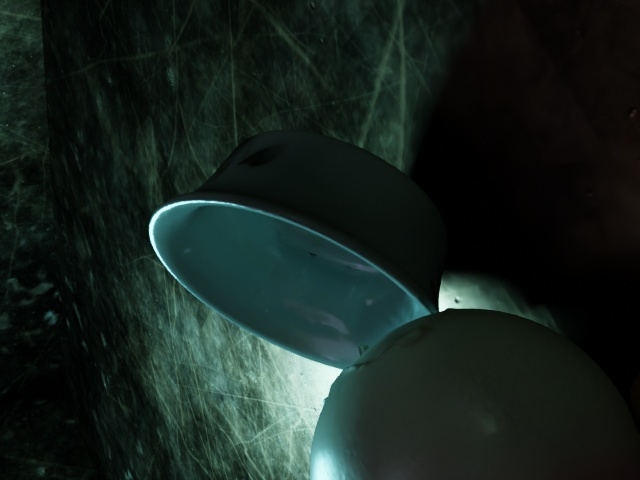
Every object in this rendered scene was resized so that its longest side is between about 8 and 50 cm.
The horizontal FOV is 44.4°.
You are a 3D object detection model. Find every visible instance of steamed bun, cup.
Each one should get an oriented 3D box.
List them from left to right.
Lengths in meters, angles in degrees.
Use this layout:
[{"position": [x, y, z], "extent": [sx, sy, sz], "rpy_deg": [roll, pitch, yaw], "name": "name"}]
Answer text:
[{"position": [0.000, 0.000, 0.875], "extent": [0.347, 0.163, 0.347], "rpy_deg": [19, 153, 10], "name": "cup"}, {"position": [0.154, 0.225, 0.674], "extent": [0.309, 0.309, 0.309], "rpy_deg": [34, 132, 49], "name": "steamed bun"}]

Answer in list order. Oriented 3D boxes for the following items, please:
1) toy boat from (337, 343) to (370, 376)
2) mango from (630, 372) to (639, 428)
[{"position": [0.113, 0.187, 0.863], "extent": [0.066, 0.210, 0.084], "rpy_deg": [-28, 40, 45], "name": "toy boat"}, {"position": [0.291, 0.145, 0.661], "extent": [0.060, 0.046, 0.089], "rpy_deg": [38, 148, 49], "name": "mango"}]
